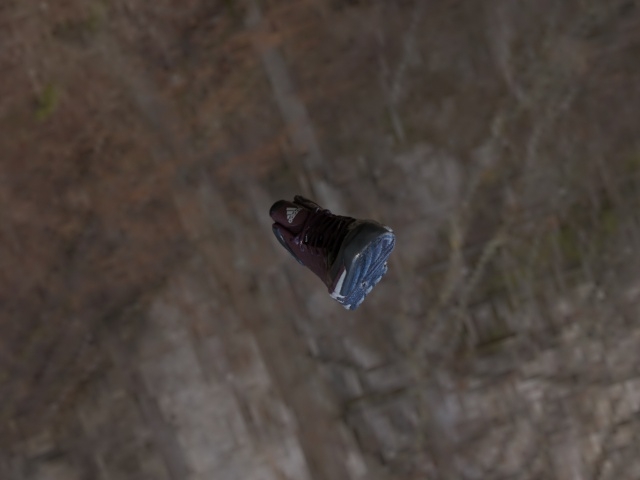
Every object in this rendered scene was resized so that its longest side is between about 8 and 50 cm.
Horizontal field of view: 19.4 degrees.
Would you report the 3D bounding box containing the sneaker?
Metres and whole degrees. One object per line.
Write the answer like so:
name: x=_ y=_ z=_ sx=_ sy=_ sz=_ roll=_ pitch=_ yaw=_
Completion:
sneaker: x=0.000 y=0.000 z=2.352 sx=0.106 sy=0.162 sz=0.281 roll=-49 pitch=173 yaw=-11
